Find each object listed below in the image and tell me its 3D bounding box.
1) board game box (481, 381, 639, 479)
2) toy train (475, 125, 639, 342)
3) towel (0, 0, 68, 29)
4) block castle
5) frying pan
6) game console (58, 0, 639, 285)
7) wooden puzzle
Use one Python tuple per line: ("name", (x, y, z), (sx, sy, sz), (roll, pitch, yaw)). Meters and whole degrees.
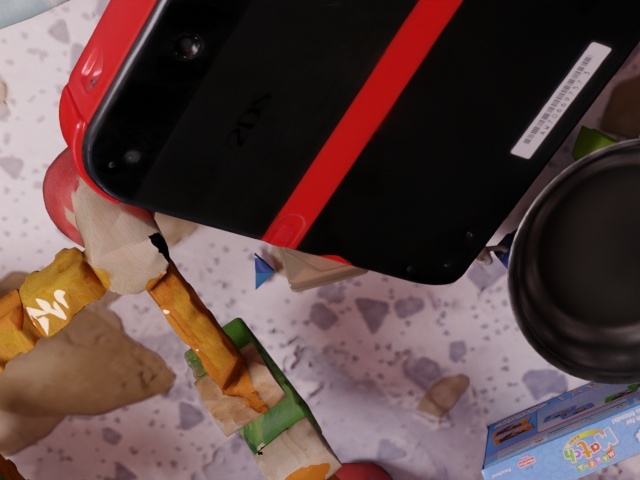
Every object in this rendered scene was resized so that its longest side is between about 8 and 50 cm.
("board game box", (0.207, 0.146, 1.309), (0.160, 0.211, 0.039), (-24, 90, 7))
("toy train", (0.190, -0.027, 1.299), (0.248, 0.105, 0.143), (24, 99, -12))
("towel", (-0.374, -0.267, 1.174), (0.375, 0.090, 0.320), (-18, 110, 5))
("block castle", (-0.146, 0.175, 1.309), (0.303, 0.213, 0.453), (-37, 117, 0))
("frying pan", (0.215, -0.044, 1.193), (0.197, 0.053, 0.326), (-15, 115, -3))
("game console", (0.042, -0.144, 1.106), (0.342, 0.060, 0.386), (14, 127, -29))
("wooden puzzle", (0.000, 0.000, 1.343), (0.116, 0.014, 0.078), (-9, 109, 1))
